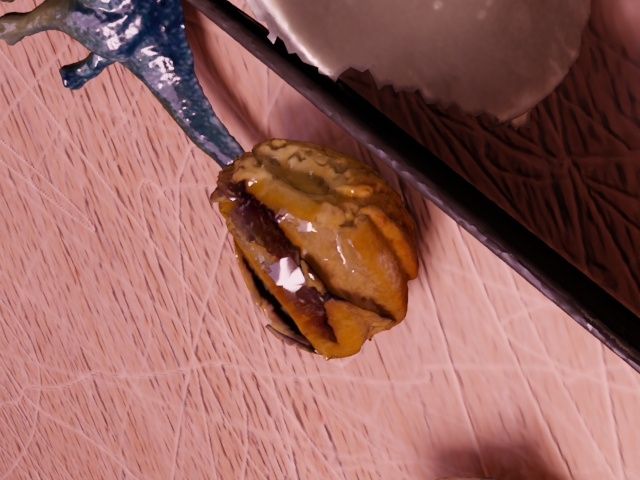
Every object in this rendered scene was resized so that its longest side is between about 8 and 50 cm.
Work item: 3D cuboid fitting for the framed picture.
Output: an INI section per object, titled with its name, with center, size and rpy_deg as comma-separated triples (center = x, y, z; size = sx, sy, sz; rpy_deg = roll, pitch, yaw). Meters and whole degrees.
[framed picture]
center = 0.076, -0.010, 0.600
size = 0.324, 0.244, 0.013
rpy_deg = 40, 97, 22

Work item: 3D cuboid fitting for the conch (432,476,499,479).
[conch]
center = 0.103, 0.220, 0.806
size = 0.158, 0.127, 0.255
rpy_deg = 7, 149, 7

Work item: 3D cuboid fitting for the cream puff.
[cream puff]
center = 0.000, 0.000, 0.758
size = 0.133, 0.104, 0.119
rpy_deg = 57, 174, 13

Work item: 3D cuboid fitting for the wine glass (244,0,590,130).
[wine glass]
center = 0.108, -0.177, 0.431
size = 0.238, 0.238, 0.323
rpy_deg = 59, 145, 0

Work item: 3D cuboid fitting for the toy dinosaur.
[toy dinosaur]
center = -0.130, -0.173, 0.809
size = 0.147, 0.076, 0.362
rpy_deg = -7, 106, 30
